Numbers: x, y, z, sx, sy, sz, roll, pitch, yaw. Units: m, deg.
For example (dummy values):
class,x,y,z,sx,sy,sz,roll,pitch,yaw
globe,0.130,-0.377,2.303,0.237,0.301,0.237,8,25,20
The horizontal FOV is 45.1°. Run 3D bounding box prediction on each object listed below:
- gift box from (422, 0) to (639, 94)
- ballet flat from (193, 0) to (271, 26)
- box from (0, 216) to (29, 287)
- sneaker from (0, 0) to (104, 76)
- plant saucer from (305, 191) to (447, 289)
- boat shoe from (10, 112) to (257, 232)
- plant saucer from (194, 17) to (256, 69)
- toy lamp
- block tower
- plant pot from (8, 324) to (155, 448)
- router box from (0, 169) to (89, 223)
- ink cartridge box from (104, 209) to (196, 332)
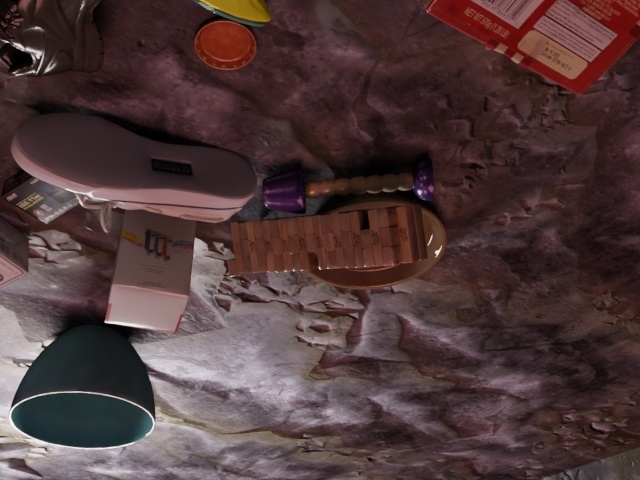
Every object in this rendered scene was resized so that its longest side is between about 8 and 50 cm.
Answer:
class,x,y,z,sx,sy,sz,roll,pitch,yaw
gift box,0.202,-0.328,0.779,0.255,0.258,0.276,23,129,-31
ballet flat,-0.157,-0.327,0.922,0.231,0.077,0.077,14,124,-19
box,-0.675,0.046,1.328,0.290,0.087,0.169,-27,139,11
sneaker,-0.321,-0.284,0.883,0.130,0.109,0.286,-22,155,-26
plant saucer,0.091,0.000,1.406,0.277,0.041,0.278,-2,143,-1
boat shoe,-0.294,-0.089,1.198,0.367,0.136,0.156,6,147,-29
plant saucer,-0.129,-0.268,1.047,0.083,0.013,0.083,-3,144,-2
toy lamp,0.044,-0.086,1.253,0.274,0.080,0.080,-3,144,2
block tower,0.000,0.000,1.263,0.335,0.097,0.091,-6,-179,32
plant pot,-0.491,0.295,1.635,0.290,0.195,0.290,-2,144,-2
router box,-0.443,-0.084,1.254,0.122,0.038,0.092,-26,137,28
ink cartridge box,-0.290,0.046,1.328,0.127,0.176,0.128,11,141,-14
